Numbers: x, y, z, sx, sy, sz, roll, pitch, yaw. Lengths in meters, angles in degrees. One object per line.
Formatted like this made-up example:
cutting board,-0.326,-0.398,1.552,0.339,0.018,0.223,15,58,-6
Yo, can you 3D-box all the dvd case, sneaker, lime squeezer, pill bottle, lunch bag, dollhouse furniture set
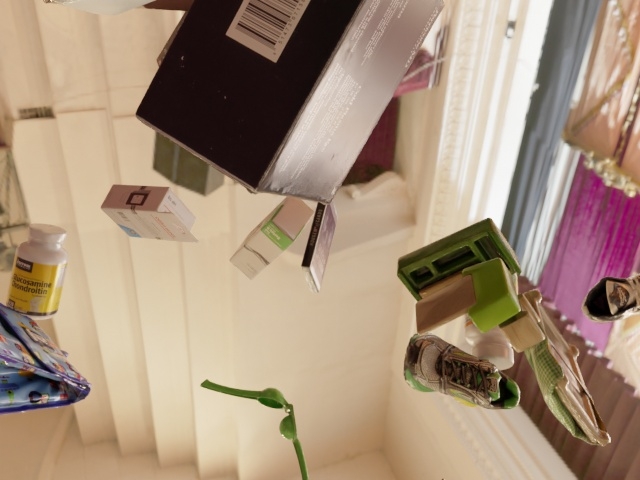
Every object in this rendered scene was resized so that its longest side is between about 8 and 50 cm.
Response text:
dvd case,0.000,0.000,1.793,0.030,0.179,0.238,8,-114,13
sneaker,0.639,0.109,1.338,0.235,0.094,0.153,-20,167,32
sneaker,0.323,0.297,1.490,0.344,0.134,0.146,24,163,-33
lime squeezer,-0.091,0.358,1.290,0.310,0.059,0.110,45,-135,13
pill bottle,0.434,0.196,1.670,0.136,0.136,0.245,5,-120,3
lunch bag,-0.547,0.198,1.134,0.221,0.138,0.293,34,179,27
dollhouse furniture set,0.251,0.152,0.921,0.151,0.301,0.197,-29,-154,22
pill bottle,-0.580,0.063,1.358,0.103,0.184,0.103,15,-170,-3

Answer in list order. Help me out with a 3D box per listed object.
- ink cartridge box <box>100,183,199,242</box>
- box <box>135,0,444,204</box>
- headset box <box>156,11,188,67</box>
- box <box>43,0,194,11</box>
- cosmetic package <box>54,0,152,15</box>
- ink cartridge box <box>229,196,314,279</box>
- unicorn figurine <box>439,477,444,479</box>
ink cartridge box,-0.315,-0.052,1.261,0.180,0.104,0.060,5,-121,27
box,-0.015,-0.237,0.834,0.179,0.343,0.312,32,-172,13
headset box,-0.237,-0.418,1.479,0.110,0.293,0.218,-1,-120,-42
box,-0.308,-0.514,1.184,0.191,0.143,0.381,-13,-172,36
cosmetic package,-0.063,-0.346,0.324,0.284,0.377,0.097,-17,-166,9
ink cartridge box,-0.181,-0.014,2.423,0.121,0.289,0.211,42,-142,-9
unicorn figurine,0.223,0.595,1.453,0.111,0.161,0.060,-2,-170,-18
